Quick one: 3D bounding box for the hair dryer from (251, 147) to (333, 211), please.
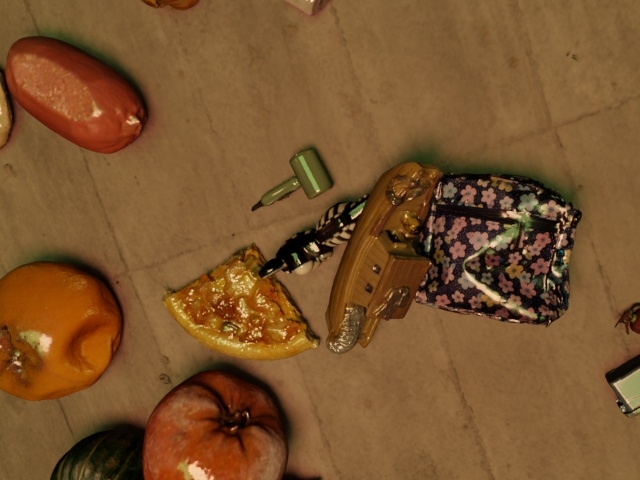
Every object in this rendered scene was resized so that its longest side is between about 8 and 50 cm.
[{"bbox_3d":[-0.056,-0.083,0.881,0.150,0.047,0.071,-28,90,27],"label":"hair dryer"}]

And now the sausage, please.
[{"bbox_3d":[-0.394,-0.233,0.881,0.254,0.148,0.148,28,105,4],"label":"sausage"}]

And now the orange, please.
[{"bbox_3d":[-0.482,0.159,0.943,0.248,0.183,0.249,2,100,11],"label":"orange"}]

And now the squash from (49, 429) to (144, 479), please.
[{"bbox_3d":[-0.363,0.438,0.969,0.217,0.172,0.219,3,99,15],"label":"squash"}]

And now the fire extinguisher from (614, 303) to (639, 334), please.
[{"bbox_3d":[0.494,0.129,0.785,0.132,0.039,0.056,24,72,9],"label":"fire extinguisher"}]

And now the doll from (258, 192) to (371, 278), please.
[{"bbox_3d":[0.000,0.000,0.851,0.219,0.091,0.067,-34,89,18],"label":"doll"}]

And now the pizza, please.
[{"bbox_3d":[-0.133,0.105,0.917,0.291,0.058,0.197,18,103,9],"label":"pizza"}]

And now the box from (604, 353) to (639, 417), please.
[{"bbox_3d":[0.465,0.202,0.791,0.099,0.074,0.054,-39,76,16],"label":"box"}]

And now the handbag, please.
[{"bbox_3d":[0.239,0.006,0.776,0.228,0.126,0.208,10,92,27],"label":"handbag"}]

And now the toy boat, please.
[{"bbox_3d":[0.090,0.035,0.784,0.088,0.121,0.321,4,122,-29],"label":"toy boat"}]

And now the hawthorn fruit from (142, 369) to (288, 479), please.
[{"bbox_3d":[-0.187,0.335,0.883,0.262,0.231,0.235,-23,68,15],"label":"hawthorn fruit"}]

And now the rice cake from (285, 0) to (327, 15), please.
[{"bbox_3d":[0.071,-0.481,0.766,0.072,0.056,0.365,43,106,9],"label":"rice cake"}]

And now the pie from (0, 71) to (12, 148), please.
[{"bbox_3d":[-0.641,-0.229,0.981,0.217,0.052,0.185,1,105,15],"label":"pie"}]

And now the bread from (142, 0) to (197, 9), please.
[{"bbox_3d":[-0.267,-0.471,0.829,0.222,0.096,0.182,35,103,5],"label":"bread"}]
